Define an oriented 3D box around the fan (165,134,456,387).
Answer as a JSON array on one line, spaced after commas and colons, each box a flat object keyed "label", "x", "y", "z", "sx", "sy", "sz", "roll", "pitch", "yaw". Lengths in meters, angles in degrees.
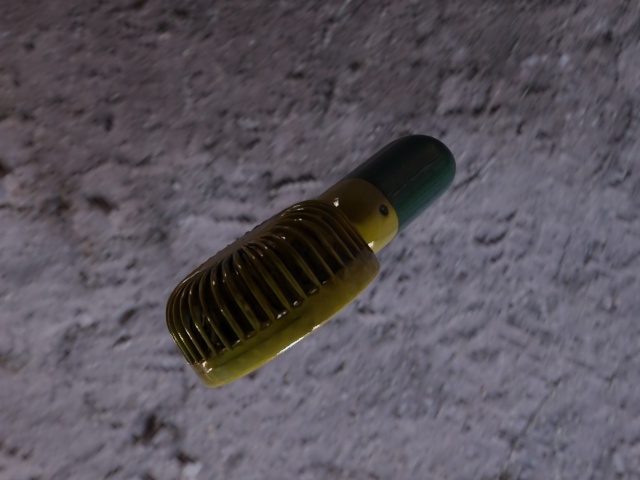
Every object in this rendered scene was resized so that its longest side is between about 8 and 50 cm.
[{"label": "fan", "x": 0.000, "y": 0.000, "z": 0.682, "sx": 0.082, "sy": 0.155, "sz": 0.039, "roll": -28, "pitch": 98, "yaw": 47}]
